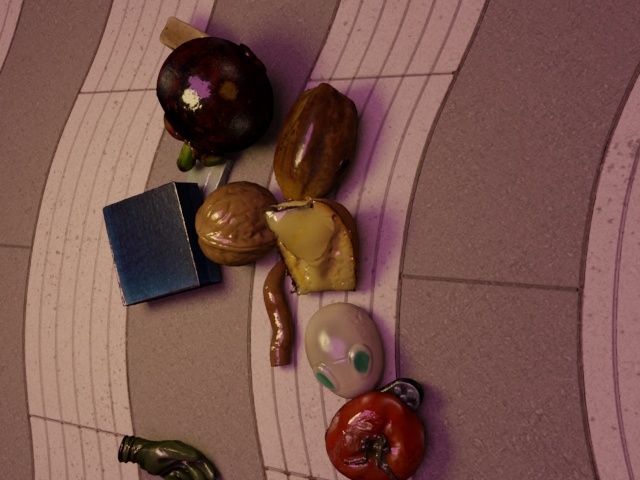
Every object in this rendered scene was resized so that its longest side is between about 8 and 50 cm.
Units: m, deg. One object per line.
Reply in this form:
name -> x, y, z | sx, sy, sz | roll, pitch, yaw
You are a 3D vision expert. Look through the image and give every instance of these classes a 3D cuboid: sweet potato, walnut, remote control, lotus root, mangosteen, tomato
sweet potato -> -0.108, 0.172, 1.620 | 0.067, 0.059, 0.281 | -9, 79, 13
walnut -> -0.206, -0.040, 1.606 | 0.227, 0.228, 0.228 | -4, 80, 23
remote control -> 0.123, 0.401, 1.484 | 0.266, 0.066, 0.090 | -38, 79, 19
lotus root -> -0.008, -0.226, 1.591 | 0.193, 0.193, 0.291 | 17, 86, 25
mangosteen -> -0.287, -0.340, 1.644 | 0.359, 0.306, 0.306 | -45, 67, 7
tomato -> 0.116, 0.446, 1.409 | 0.227, 0.101, 0.228 | 2, 102, 10

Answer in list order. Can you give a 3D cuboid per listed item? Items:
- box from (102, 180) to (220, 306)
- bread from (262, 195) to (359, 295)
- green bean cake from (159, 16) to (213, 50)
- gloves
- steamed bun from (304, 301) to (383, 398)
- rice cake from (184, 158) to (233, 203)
box -> -0.427, 0.012, 1.731 | 0.261, 0.116, 0.279 | -15, 85, 24
bread -> 0.000, 0.000, 1.549 | 0.204, 0.163, 0.262 | -2, 123, 22
green bean cake -> -0.354, -0.547, 1.817 | 0.179, 0.109, 0.085 | 32, 94, 25
gloves -> -0.387, 0.563, 1.650 | 0.268, 0.107, 0.135 | 20, 121, 14
steamed bun -> 0.050, 0.254, 1.500 | 0.177, 0.130, 0.228 | -25, 71, 16
rice cake -> -0.324, -0.132, 1.776 | 0.124, 0.038, 0.211 | 15, 88, 24
